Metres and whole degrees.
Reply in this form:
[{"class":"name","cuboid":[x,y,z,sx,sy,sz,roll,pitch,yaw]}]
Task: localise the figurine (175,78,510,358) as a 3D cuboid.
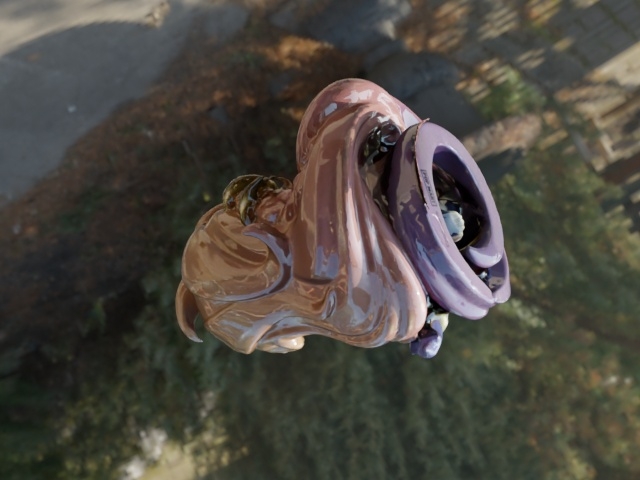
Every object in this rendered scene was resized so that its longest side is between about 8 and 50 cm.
[{"class":"figurine","cuboid":[0.001,-0.001,0.543,0.157,0.126,0.114,-16,177,7]}]
